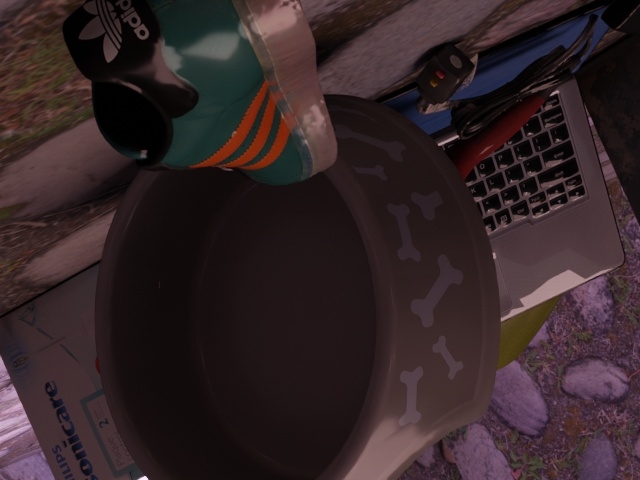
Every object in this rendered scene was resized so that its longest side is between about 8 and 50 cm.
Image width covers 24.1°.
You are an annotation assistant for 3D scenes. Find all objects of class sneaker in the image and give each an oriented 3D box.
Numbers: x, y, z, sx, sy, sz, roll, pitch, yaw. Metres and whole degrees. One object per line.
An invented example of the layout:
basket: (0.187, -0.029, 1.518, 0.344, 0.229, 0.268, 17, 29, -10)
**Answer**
sneaker: (-0.067, -0.090, 0.839, 0.121, 0.108, 0.302, -25, 165, -2)

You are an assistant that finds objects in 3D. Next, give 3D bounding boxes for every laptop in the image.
laptop: (0.157, -0.029, 1.569, 0.382, 0.408, 0.236, -24, -154, -7)

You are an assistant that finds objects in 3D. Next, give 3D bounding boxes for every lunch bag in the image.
lunch bag: (0.460, -0.155, 1.661, 0.169, 0.235, 0.287, -12, 165, -44)

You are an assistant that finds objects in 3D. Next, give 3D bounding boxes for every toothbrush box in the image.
toothbrush box: (-0.158, 0.115, 1.536, 0.295, 0.216, 0.126, -27, 172, 20)

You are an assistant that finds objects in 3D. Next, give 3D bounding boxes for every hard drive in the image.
hard drive: (0.307, -0.226, 1.358, 0.094, 0.022, 0.135, -49, 165, 19)

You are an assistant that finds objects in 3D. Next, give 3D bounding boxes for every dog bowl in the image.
dog bowl: (-0.036, 0.059, 1.128, 0.349, 0.349, 0.102, -31, 158, 37)

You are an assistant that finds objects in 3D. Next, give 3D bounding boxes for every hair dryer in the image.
hair dryer: (0.147, -0.078, 1.411, 0.223, 0.080, 0.293, -14, 150, -34)

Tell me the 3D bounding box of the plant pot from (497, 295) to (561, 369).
plant pot: (0.225, -0.010, 1.898, 0.275, 0.275, 0.293, -21, 164, -32)
